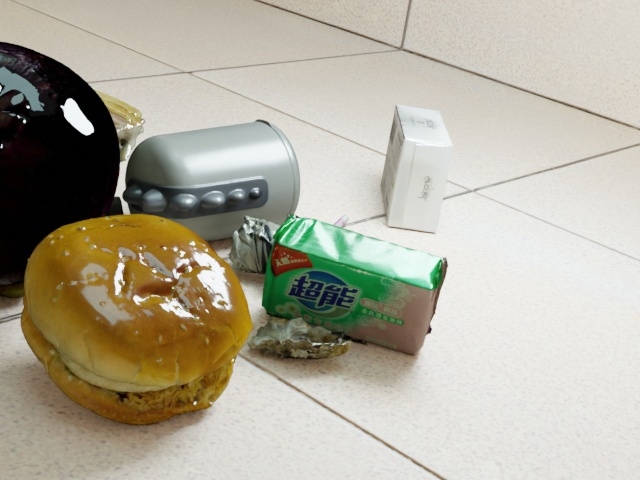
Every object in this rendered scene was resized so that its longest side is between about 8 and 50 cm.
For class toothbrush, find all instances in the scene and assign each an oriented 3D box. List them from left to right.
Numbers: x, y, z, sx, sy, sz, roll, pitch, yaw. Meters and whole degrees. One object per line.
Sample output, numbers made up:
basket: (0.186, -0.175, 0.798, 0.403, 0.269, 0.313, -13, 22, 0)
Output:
toothbrush: (0.000, 0.000, 2.072, 0.025, 0.020, 0.286, 25, 26, 14)

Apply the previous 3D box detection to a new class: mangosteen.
mangosteen: (-0.496, -0.094, 1.638, 0.382, 0.435, 0.382, 5, 67, -12)

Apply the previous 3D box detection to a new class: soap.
soap: (0.053, 0.066, 1.708, 0.273, 0.218, 0.098, 16, 39, 7)

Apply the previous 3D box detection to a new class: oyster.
oyster: (-0.027, 0.154, 1.648, 0.148, 0.051, 0.103, 3, 20, 28)

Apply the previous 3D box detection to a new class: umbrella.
umbrella: (0.023, 0.035, 1.874, 0.357, 0.106, 0.113, 13, 66, 4)

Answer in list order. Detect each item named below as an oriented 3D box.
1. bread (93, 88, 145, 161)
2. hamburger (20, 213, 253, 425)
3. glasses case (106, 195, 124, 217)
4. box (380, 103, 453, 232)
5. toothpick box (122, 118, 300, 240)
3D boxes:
bread: (-0.433, -0.144, 1.915, 0.149, 0.274, 0.274, 36, 14, -21)
hamburger: (-0.248, 0.089, 1.470, 0.290, 0.170, 0.314, -18, 55, -45)
glasses case: (-0.385, -0.026, 1.952, 0.072, 0.042, 0.190, -4, 25, -13)
box: (0.198, -0.156, 2.297, 0.111, 0.194, 0.260, 7, 23, -6)
toothpick box: (-0.208, -0.097, 1.971, 0.316, 0.229, 0.229, -11, 30, -36)
